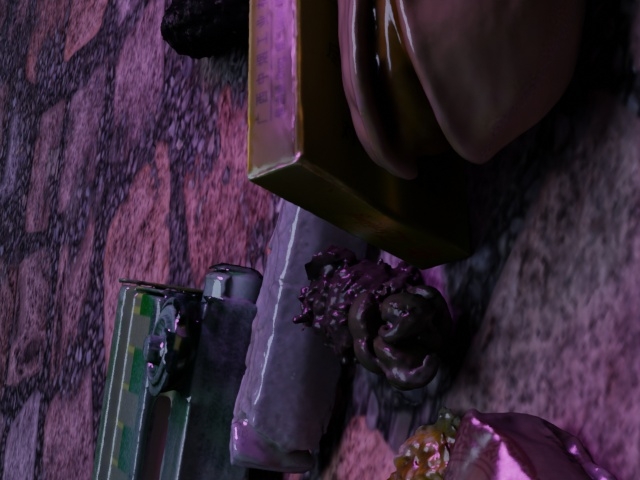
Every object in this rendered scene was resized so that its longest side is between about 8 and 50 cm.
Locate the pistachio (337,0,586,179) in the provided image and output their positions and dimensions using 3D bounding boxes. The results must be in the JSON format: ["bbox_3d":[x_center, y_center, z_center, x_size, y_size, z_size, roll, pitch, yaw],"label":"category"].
[{"bbox_3d":[0.072,-0.143,0.805,0.138,0.153,0.238,-18,59,39],"label":"pistachio"}]

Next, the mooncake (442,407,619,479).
[{"bbox_3d":[0.095,0.161,0.733,0.130,0.073,0.125,-119,43,-59],"label":"mooncake"}]

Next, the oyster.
[{"bbox_3d":[0.056,0.158,0.881,0.122,0.045,0.146,-67,23,-5],"label":"oyster"}]

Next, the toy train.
[{"bbox_3d":[-0.103,0.166,1.140,0.202,0.120,0.301,179,99,-70],"label":"toy train"}]

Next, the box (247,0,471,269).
[{"bbox_3d":[0.024,-0.152,0.904,0.043,0.173,0.311,-17,62,34],"label":"box"}]

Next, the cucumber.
[{"bbox_3d":[-0.090,-0.204,1.314,0.303,0.081,0.072,-4,107,66],"label":"cucumber"}]

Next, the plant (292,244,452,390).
[{"bbox_3d":[0.037,0.049,0.917,0.174,0.087,0.085,-153,44,-71],"label":"plant"}]

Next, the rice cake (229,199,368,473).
[{"bbox_3d":[0.000,0.000,1.021,0.063,0.066,0.336,-158,82,-76],"label":"rice cake"}]
